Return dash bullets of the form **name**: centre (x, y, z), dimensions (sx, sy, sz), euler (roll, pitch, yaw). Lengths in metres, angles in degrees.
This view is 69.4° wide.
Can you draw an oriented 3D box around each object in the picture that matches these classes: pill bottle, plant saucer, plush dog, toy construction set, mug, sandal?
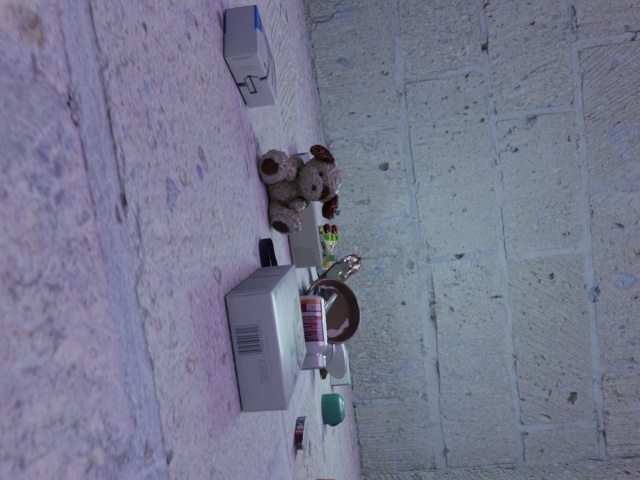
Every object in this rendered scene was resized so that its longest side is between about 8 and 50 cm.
- **pill bottle**: centre (-0.040, 0.294, 1.469), dimensions (0.121, 0.121, 0.222), euler (68, 17, -69)
- **plant saucer**: centre (0.045, 0.290, 1.903), dimensions (0.041, 0.277, 0.278), euler (-32, -124, 52)
- **plush dog**: centre (-0.048, -0.171, 1.399), dimensions (0.211, 0.225, 0.263), euler (-83, 165, -66)
- **toy construction set**: centre (0.019, 0.033, 2.209), dimensions (0.327, 0.150, 0.215), euler (25, 58, -83)
- **mug**: centre (0.063, 0.760, 2.083), dimensions (0.158, 0.097, 0.130), euler (73, 12, -60)
- **sandal**: centre (-0.116, 0.118, 1.247), dimensions (0.097, 0.054, 0.255), euler (-81, 163, -70)

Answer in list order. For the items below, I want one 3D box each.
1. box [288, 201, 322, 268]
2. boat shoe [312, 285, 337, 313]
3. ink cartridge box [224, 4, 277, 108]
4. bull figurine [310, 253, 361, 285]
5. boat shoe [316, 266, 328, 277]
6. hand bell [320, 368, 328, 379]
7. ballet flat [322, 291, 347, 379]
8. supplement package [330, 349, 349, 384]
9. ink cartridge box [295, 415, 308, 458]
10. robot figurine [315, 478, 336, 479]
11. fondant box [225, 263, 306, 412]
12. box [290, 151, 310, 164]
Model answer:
- **box**: centre (-0.063, -0.042, 1.692), dimensions (0.094, 0.113, 0.276), euler (-77, 161, -75)
- **boat shoe**: centre (-0.035, 0.258, 1.715), dimensions (0.112, 0.095, 0.335), euler (-65, 168, 20)
- **ink cartridge box**: centre (-0.174, -0.461, 1.178), dimensions (0.203, 0.085, 0.149), euler (66, 18, -70)
- **bull figurine**: centre (0.061, 0.173, 2.157), dimensions (0.101, 0.310, 0.188), euler (49, 16, 9)
- **boat shoe**: centre (0.031, 0.181, 2.495), dimensions (0.226, 0.083, 0.076), euler (76, 11, -49)
- **hand bell**: centre (0.023, 0.519, 2.093), dimensions (0.126, 0.126, 0.242), euler (-72, 168, -77)
- **ballet flat**: centre (0.009, 0.383, 1.937), dimensions (0.139, 0.139, 0.401), euler (61, 19, -75)
- **supplement package**: centre (0.105, 0.700, 2.533), dimensions (0.105, 0.104, 0.180), euler (69, 16, -67)
- **ink cartridge box**: centre (-0.058, 0.598, 1.404), dimensions (0.115, 0.029, 0.063), euler (-76, 159, -71)
- **robot figurine**: centre (0.016, 0.835, 1.376), dimensions (0.128, 0.158, 0.220), euler (35, 31, -25)
- **fondant box**: centre (-0.108, 0.198, 1.040), dimensions (0.330, 0.096, 0.239), euler (-47, 130, -81)
- **box**: centre (-0.075, -0.277, 2.100), dimensions (0.322, 0.058, 0.233), euler (-71, 153, -75)
